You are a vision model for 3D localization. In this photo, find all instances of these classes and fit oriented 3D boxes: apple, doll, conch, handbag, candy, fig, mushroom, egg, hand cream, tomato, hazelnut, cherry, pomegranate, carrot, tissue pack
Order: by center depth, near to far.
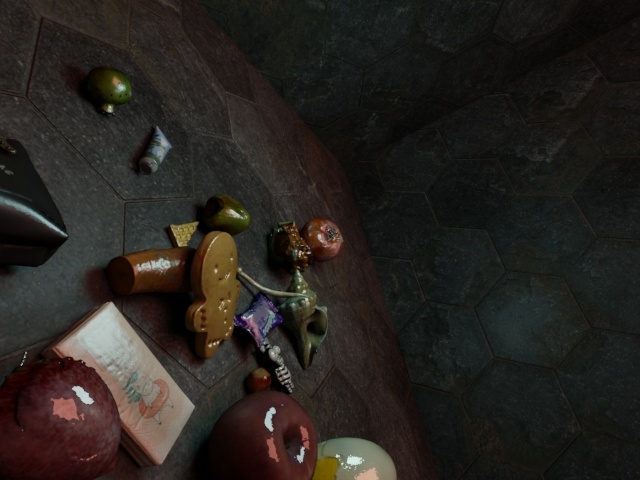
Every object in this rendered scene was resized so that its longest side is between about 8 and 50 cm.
[{"bbox_3d":[-0.433,0.310,0.699,0.249,0.175,0.192,57,8,-19],"label":"cherry"},{"bbox_3d":[-0.635,-0.107,0.740,0.287,0.152,0.342,59,16,20],"label":"handbag"},{"bbox_3d":[-0.415,0.305,0.896,0.325,0.071,0.170,60,22,-15],"label":"tissue pack"},{"bbox_3d":[-0.151,0.531,1.064,0.305,0.235,0.305,48,26,-33],"label":"apple"},{"bbox_3d":[-0.402,0.082,1.115,0.138,0.139,0.302,67,21,6],"label":"carrot"},{"bbox_3d":[-0.620,-0.443,1.221,0.130,0.130,0.130,52,23,-33],"label":"pomegranate"},{"bbox_3d":[0.067,0.737,1.241,0.283,0.346,0.282,162,-90,-74],"label":"egg"},{"bbox_3d":[-0.191,0.442,1.309,0.086,0.086,0.086,52,23,-33],"label":"hazelnut"},{"bbox_3d":[-0.534,-0.288,1.350,0.088,0.055,0.255,57,14,-34],"label":"hand cream"},{"bbox_3d":[-0.154,0.426,1.433,0.219,0.067,0.091,61,16,-8],"label":"doll"},{"bbox_3d":[-0.212,0.270,1.445,0.145,0.070,0.275,54,18,-2],"label":"candy"},{"bbox_3d":[-0.330,-0.083,1.477,0.166,0.154,0.143,22,79,-15],"label":"fig"},{"bbox_3d":[-0.191,0.169,1.533,0.307,0.068,0.043,27,62,-22],"label":"mushroom"},{"bbox_3d":[-0.066,0.305,1.673,0.169,0.204,0.385,-131,-147,-68],"label":"conch"},{"bbox_3d":[-0.001,0.004,2.153,0.232,0.189,0.231,11,70,-33],"label":"tomato"}]

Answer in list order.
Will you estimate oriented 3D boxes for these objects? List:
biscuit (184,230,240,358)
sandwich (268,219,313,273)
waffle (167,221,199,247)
[{"bbox_3d":[-0.290,0.148,1.184,0.275,0.052,0.354,-39,136,-72],"label":"biscuit"},{"bbox_3d":[-0.139,0.045,1.789,0.301,0.162,0.250,-165,-120,-76],"label":"sandwich"},{"bbox_3d":[-0.420,-0.010,1.334,0.097,0.024,0.153,66,19,0],"label":"waffle"}]
